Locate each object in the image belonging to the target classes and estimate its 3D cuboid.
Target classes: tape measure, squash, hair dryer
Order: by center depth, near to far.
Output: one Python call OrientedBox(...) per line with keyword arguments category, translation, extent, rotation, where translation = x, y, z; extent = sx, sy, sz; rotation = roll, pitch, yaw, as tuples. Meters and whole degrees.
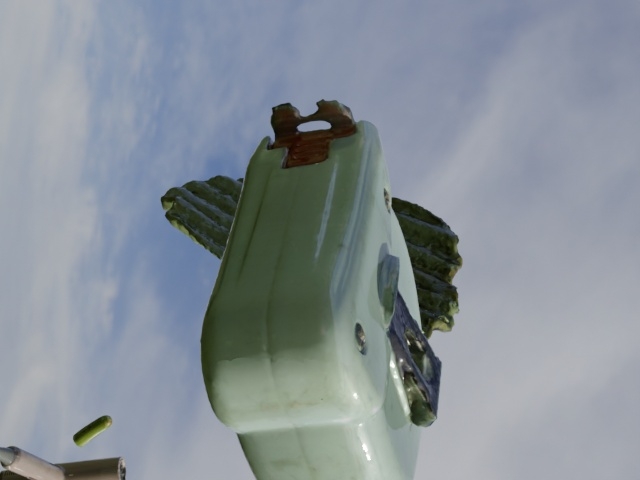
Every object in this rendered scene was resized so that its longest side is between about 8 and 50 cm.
OrientedBox(category="tape measure", translation=(0.013, 0.061, 0.741), extent=(0.243, 0.125, 0.246), rotation=(-77, 152, -49))
OrientedBox(category="hair dryer", translation=(-0.410, 0.335, 1.541), extent=(0.220, 0.195, 0.054), rotation=(84, -1, -60))
OrientedBox(category="squash", translation=(-0.400, 0.333, 1.810), extent=(0.083, 0.027, 0.027), rotation=(-35, -135, 18))

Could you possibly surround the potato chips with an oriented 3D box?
OrientedBox(category="potato chips", translation=(0.000, 0.000, 1.409), extent=(0.358, 0.429, 0.070), rotation=(-46, 157, -61))
